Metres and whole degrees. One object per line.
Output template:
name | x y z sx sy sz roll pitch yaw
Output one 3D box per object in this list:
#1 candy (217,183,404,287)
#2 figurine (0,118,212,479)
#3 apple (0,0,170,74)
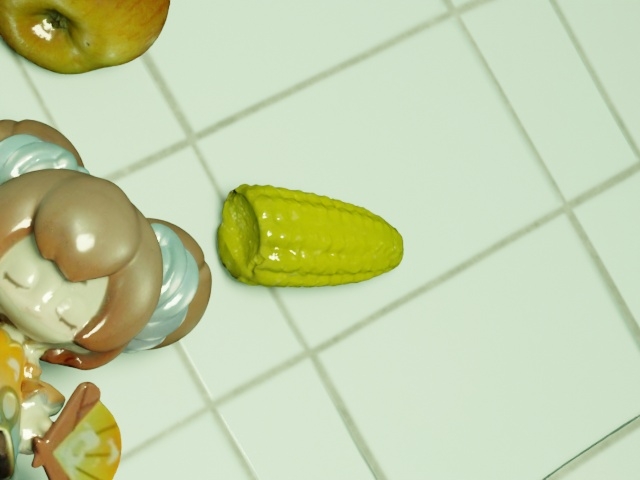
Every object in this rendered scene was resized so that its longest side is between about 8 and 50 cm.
candy | 0.000 0.000 1.859 0.199 0.094 0.106 5 67 -30
figurine | -0.275 0.090 1.637 0.277 0.248 0.388 39 71 -13
apple | -0.235 -0.264 1.804 0.195 0.160 0.173 38 40 -17
